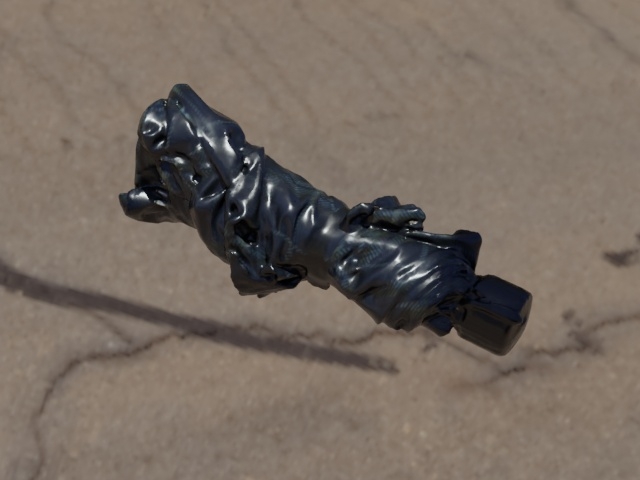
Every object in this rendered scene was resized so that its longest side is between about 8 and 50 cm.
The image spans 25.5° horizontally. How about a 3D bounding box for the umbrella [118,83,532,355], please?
[{"bbox_3d":[-0.001,0.002,0.719,0.224,0.080,0.071,25,40,13],"label":"umbrella"}]
